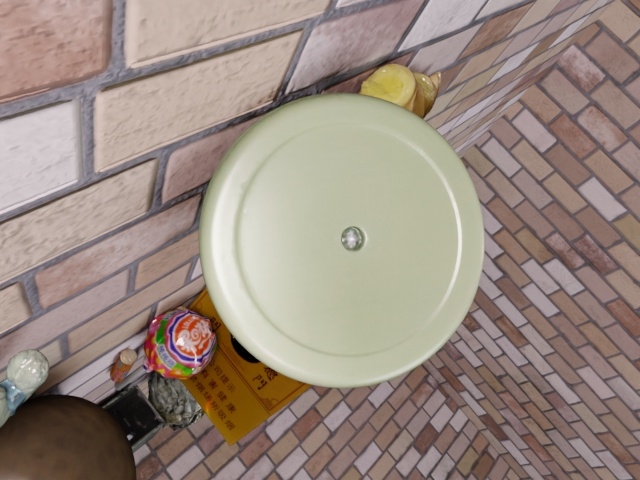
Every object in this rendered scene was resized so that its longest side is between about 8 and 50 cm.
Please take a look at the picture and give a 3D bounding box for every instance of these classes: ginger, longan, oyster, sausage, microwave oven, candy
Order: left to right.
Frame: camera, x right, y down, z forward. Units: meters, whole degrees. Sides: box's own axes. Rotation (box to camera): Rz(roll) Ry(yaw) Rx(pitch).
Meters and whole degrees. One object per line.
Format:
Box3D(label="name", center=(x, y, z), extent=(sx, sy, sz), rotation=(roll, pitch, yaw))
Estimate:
Box3D(label="longan", center=(-0.376, 0.328, 0.633), extent=(0.258, 0.258, 0.258), rotation=(-40, 172, -7))
Box3D(label="microwave oven", center=(-0.483, 0.444, 1.082), extent=(0.205, 0.129, 0.163), rotation=(-33, 167, -43))
Box3D(label="sausage", center=(-0.360, 0.231, 0.869), extent=(0.031, 0.031, 0.107), rotation=(-31, 167, -48))
Box3D(label="candy", center=(-0.316, 0.232, 0.906), extent=(0.365, 0.124, 0.124), rotation=(-37, 176, 40))
Box3D(label="oyster", center=(-0.326, 0.347, 1.153), extent=(0.267, 0.198, 0.112), rotation=(-39, 136, 25))
Box3D(label="ginger", center=(0.116, -0.185, 0.691), extent=(0.294, 0.086, 0.131), rotation=(-36, 149, -59))

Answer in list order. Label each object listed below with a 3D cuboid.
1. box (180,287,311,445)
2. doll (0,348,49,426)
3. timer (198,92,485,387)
Box3D(label="box", center=(-0.109, 0.171, 0.898), extent=(0.415, 0.264, 0.115), rotation=(-43, 171, 31))
Box3D(label="doll", center=(-0.361, 0.178, 0.450), extent=(0.214, 0.071, 0.103), rotation=(-32, 167, -28))
Box3D(label="timer", center=(0.000, 0.000, 0.611), extent=(0.290, 0.291, 0.315), rotation=(-39, -173, -10))
